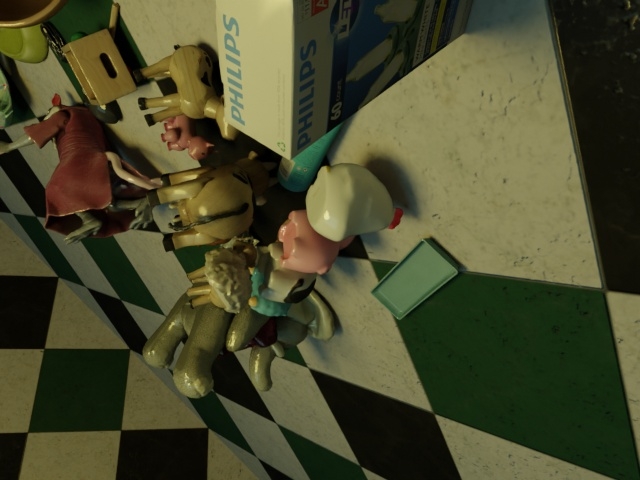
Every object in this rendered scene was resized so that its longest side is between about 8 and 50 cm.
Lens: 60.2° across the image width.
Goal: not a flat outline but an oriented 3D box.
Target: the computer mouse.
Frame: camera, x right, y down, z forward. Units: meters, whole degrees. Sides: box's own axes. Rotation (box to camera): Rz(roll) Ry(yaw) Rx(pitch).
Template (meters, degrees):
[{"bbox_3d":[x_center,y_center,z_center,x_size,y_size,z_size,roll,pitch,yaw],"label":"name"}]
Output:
[{"bbox_3d":[-0.499,-0.339,1.131,0.242,0.041,0.071,52,149,-4],"label":"computer mouse"}]

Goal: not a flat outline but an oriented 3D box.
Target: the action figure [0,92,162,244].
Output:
[{"bbox_3d":[-0.509,-0.184,1.169,0.276,0.248,0.370,-36,68,26],"label":"action figure"}]

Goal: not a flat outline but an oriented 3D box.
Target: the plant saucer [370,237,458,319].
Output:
[{"bbox_3d":[0.136,0.059,0.818,0.067,0.018,0.192,44,147,7],"label":"plant saucer"}]

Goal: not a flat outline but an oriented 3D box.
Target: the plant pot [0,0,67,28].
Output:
[{"bbox_3d":[-0.493,-0.462,0.884,0.237,0.237,0.109,57,-172,-14],"label":"plant pot"}]

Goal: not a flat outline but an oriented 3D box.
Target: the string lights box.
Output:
[{"bbox_3d":[0.035,-0.191,0.444,0.077,0.260,0.133,33,146,23],"label":"string lights box"}]

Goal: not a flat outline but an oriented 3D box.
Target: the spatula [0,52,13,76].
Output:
[{"bbox_3d":[-0.770,-0.513,1.278,0.084,0.030,0.296,27,143,22],"label":"spatula"}]

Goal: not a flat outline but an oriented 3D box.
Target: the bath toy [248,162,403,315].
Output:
[{"bbox_3d":[0.000,0.000,0.820,0.129,0.151,0.348,10,151,-21],"label":"bath toy"}]

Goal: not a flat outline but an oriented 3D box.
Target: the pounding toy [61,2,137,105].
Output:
[{"bbox_3d":[-0.385,-0.325,0.977,0.130,0.100,0.141,24,140,57],"label":"pounding toy"}]

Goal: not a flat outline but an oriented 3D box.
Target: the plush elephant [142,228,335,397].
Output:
[{"bbox_3d":[-0.137,0.166,1.060,0.255,0.330,0.272,37,156,-27],"label":"plush elephant"}]

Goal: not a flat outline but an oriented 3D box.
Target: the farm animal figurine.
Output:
[{"bbox_3d":[-0.153,-0.104,0.835,0.326,0.172,0.330,-104,1,-53],"label":"farm animal figurine"}]

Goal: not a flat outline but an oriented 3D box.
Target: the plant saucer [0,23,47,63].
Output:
[{"bbox_3d":[-0.687,-0.484,1.175,0.241,0.037,0.241,25,142,21],"label":"plant saucer"}]

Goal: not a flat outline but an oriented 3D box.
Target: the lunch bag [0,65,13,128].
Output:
[{"bbox_3d":[-0.888,-0.411,1.403,0.262,0.160,0.223,58,153,-15],"label":"lunch bag"}]

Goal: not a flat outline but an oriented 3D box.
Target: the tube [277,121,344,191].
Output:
[{"bbox_3d":[-0.009,-0.149,0.746,0.080,0.052,0.207,38,142,7],"label":"tube"}]
